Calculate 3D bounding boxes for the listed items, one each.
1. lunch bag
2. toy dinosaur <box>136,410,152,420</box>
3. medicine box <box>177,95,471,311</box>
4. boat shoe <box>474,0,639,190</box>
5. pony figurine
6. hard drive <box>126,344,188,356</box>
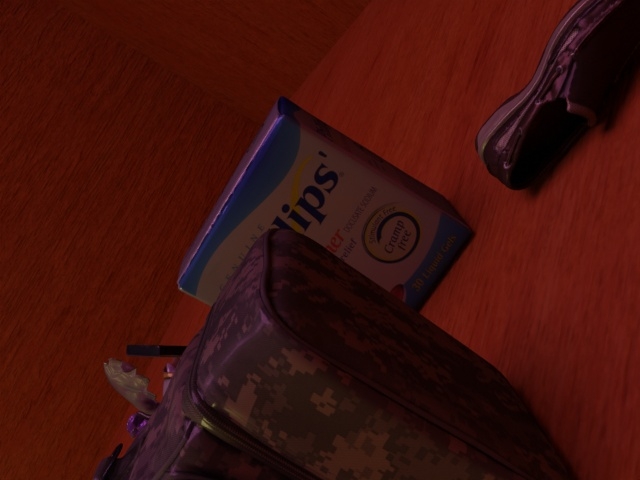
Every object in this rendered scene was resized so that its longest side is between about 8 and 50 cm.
[{"bbox_3d":[0.006,0.182,0.533,0.256,0.305,0.212,-53,14,15],"label":"lunch bag"},{"bbox_3d":[-0.150,0.239,1.102,0.121,0.313,0.160,-73,-21,-70],"label":"toy dinosaur"},{"bbox_3d":[0.000,0.000,0.883,0.264,0.289,0.149,-57,16,15],"label":"medicine box"},{"bbox_3d":[0.275,-0.157,0.697,0.257,0.095,0.095,-58,28,35],"label":"boat shoe"},{"bbox_3d":[-0.289,0.369,1.282,0.351,0.302,0.364,128,149,-59],"label":"pony figurine"},{"bbox_3d":[-0.286,0.211,1.250,0.094,0.135,0.022,-6,79,36],"label":"hard drive"}]
